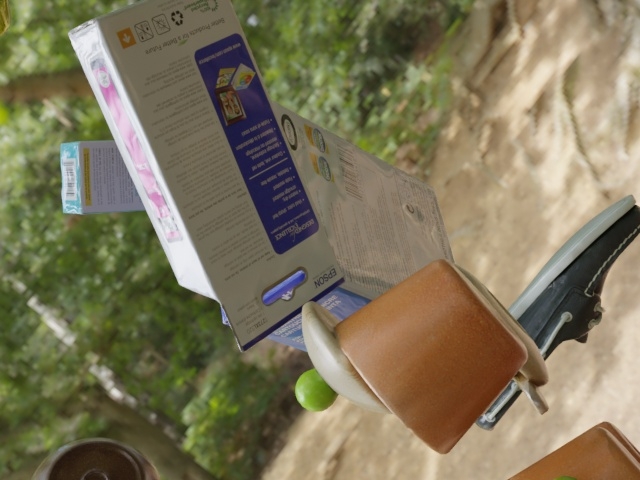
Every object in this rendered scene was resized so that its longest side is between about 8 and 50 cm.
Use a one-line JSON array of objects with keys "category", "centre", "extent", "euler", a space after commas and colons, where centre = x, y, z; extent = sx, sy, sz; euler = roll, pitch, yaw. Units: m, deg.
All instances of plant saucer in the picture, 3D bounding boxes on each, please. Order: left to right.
[{"category": "plant saucer", "centre": [-0.333, 0.366, 1.816], "extent": [0.198, 0.198, 0.036], "euler": [-54, -18, -41]}]

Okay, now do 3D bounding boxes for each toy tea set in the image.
[{"category": "toy tea set", "centre": [0.096, 0.130, 0.631], "extent": [0.124, 0.336, 0.200], "euler": [-42, 24, 6]}]

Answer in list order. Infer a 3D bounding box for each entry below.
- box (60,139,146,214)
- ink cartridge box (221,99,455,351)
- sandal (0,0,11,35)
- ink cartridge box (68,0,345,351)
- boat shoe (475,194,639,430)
[{"category": "box", "centre": [-0.242, -0.093, 1.732], "extent": [0.244, 0.101, 0.060], "euler": [-4, 5, -37]}, {"category": "ink cartridge box", "centre": [0.000, 0.000, 1.577], "extent": [0.151, 0.395, 0.270], "euler": [-35, 49, 29]}, {"category": "sandal", "centre": [-0.401, -0.201, 1.117], "extent": [0.138, 0.126, 0.317], "euler": [-12, 10, 12]}, {"category": "ink cartridge box", "centre": [-0.111, -0.083, 1.297], "extent": [0.069, 0.371, 0.175], "euler": [-13, 15, 47]}, {"category": "boat shoe", "centre": [0.255, 0.080, 1.337], "extent": [0.302, 0.091, 0.114], "euler": [-48, -7, 18]}]
